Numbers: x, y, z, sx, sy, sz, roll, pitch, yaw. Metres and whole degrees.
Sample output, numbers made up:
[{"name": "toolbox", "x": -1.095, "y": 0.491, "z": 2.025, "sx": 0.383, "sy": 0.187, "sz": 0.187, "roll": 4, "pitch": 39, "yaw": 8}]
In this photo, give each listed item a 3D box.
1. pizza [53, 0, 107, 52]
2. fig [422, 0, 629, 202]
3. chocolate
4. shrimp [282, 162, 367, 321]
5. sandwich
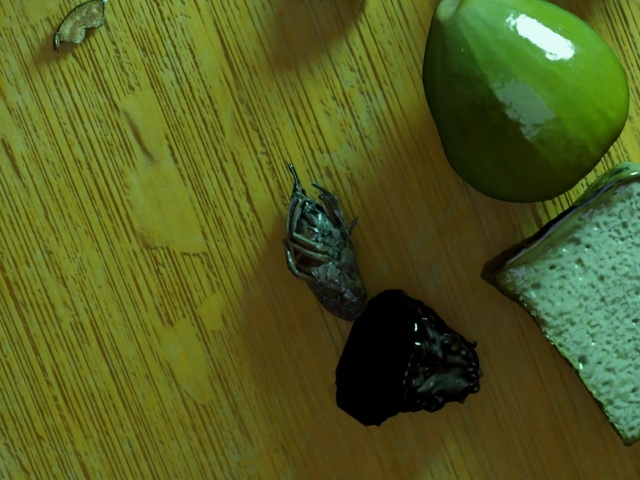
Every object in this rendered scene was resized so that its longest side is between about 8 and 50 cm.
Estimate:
[{"name": "pizza", "x": -0.271, "y": -0.243, "z": 1.645, "sx": 0.083, "sy": 0.016, "sz": 0.037, "roll": -43, "pitch": 89, "yaw": 3}, {"name": "fig", "x": 0.202, "y": -0.154, "z": 1.529, "sx": 0.230, "sy": 0.207, "sz": 0.207, "roll": 38, "pitch": 96, "yaw": 7}, {"name": "chocolate", "x": 0.114, "y": 0.141, "z": 1.603, "sx": 0.133, "sy": 0.156, "sz": 0.156, "roll": 19, "pitch": 97, "yaw": -26}, {"name": "shrimp", "x": 0.000, "y": 0.000, "z": 1.620, "sx": 0.073, "sy": 0.075, "sz": 0.190, "roll": -25, "pitch": 80, "yaw": 39}, {"name": "sandwich", "x": 0.337, "y": 0.060, "z": 1.589, "sx": 0.226, "sy": 0.087, "sz": 0.251, "roll": -40, "pitch": 93, "yaw": 8}]
